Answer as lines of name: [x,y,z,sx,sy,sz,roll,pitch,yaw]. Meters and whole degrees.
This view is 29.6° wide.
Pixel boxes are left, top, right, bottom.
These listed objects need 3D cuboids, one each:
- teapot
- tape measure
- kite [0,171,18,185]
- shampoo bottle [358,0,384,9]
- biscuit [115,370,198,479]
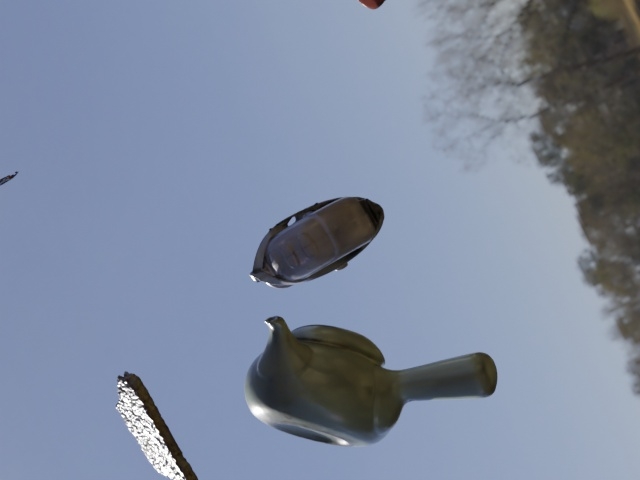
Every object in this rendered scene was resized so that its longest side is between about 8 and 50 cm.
teapot: [0.060,0.197,1.594,0.220,0.318,0.149,88,-165,-75]
tape measure: [0.000,0.000,2.006,0.236,0.197,0.120,-28,-92,-41]
kite: [-0.478,-0.043,1.597,0.189,0.232,0.009,-35,-80,-32]
shampoo bottle: [0.124,-0.406,1.682,0.244,0.085,0.085,-51,-60,-31]
biscuit: [-0.294,0.315,2.046,0.026,0.131,0.237,-41,-62,-29]
